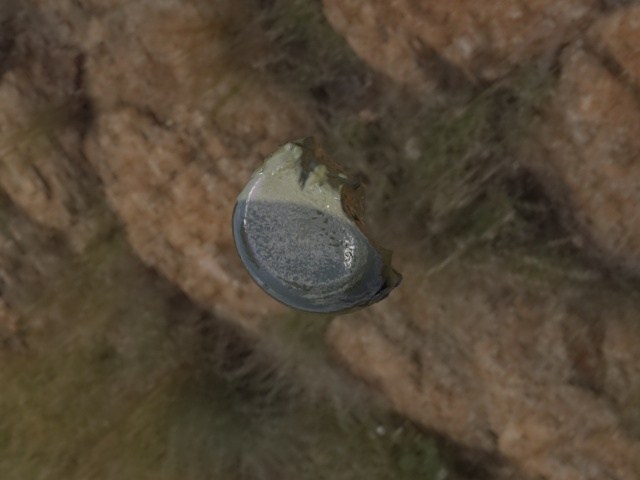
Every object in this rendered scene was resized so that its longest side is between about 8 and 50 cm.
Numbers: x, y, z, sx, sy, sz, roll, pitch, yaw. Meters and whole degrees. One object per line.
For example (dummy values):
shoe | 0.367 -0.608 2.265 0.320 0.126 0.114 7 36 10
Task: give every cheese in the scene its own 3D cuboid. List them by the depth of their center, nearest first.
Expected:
cheese | 0.000 0.000 1.710 0.202 0.091 0.175 42 106 18
